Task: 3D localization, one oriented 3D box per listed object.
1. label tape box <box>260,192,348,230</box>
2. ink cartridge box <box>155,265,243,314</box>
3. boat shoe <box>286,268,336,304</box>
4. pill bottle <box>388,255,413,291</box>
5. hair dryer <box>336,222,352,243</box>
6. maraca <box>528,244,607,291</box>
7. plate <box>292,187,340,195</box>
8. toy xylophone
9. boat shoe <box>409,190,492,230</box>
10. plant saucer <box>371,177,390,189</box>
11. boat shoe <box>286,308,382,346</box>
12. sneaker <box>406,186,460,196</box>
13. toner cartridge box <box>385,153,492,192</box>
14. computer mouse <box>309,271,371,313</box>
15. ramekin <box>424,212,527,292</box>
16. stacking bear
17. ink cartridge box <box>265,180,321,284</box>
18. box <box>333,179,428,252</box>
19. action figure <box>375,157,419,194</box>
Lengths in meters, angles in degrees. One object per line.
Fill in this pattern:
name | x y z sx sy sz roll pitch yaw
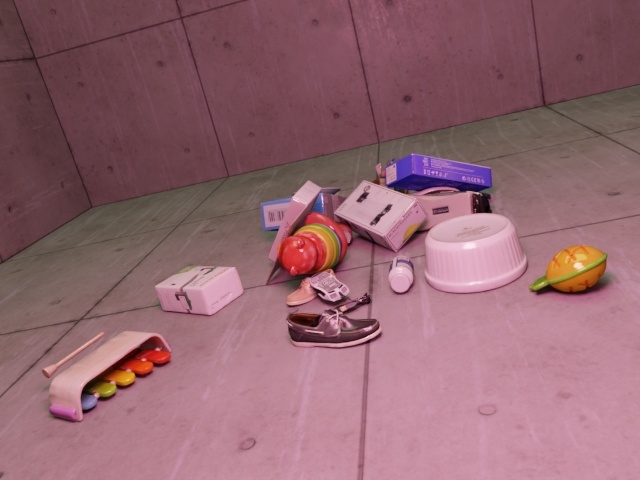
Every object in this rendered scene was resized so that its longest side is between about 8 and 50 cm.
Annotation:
label tape box | -0.041 -0.102 2.252 0.249 0.115 0.347 -8 -4 20
ink cartridge box | -0.375 0.151 1.826 0.219 0.093 0.160 -1 23 36
boat shoe | -0.029 0.130 1.674 0.170 0.059 0.063 -24 20 -29
pill bottle | 0.217 0.092 1.584 0.067 0.067 0.120 -10 18 14
hair dryer | 0.000 0.000 2.007 0.223 0.080 0.293 -8 18 24
maraca | 0.564 0.072 1.342 0.127 0.099 0.185 -19 -9 -47
plate | -0.014 -0.174 2.224 0.188 0.024 0.188 -7 -1 0
toy xylophone | -0.545 0.317 1.481 0.236 0.081 0.322 2 24 41
boat shoe | 0.407 -0.099 1.969 0.340 0.127 0.158 0 4 42
plant saucer | 0.192 -0.164 2.228 0.199 0.036 0.199 -49 20 24
boat shoe | 0.028 0.203 1.389 0.232 0.079 0.084 -5 19 23
sneaker | 0.362 -0.141 2.102 0.289 0.106 0.123 -12 21 13
toner cartridge box | 0.415 -0.222 2.059 0.347 0.075 0.165 5 -12 -28
computer mouse | 0.041 0.142 1.589 0.106 0.042 0.193 -28 35 -22
ramekin | 0.400 0.023 1.552 0.272 0.127 0.273 -13 18 4
stacking bear | -0.033 0.028 1.723 0.164 0.176 0.289 23 14 14
ink cartridge box | -0.106 -0.025 1.861 0.060 0.275 0.239 31 39 6
box | 0.194 -0.085 1.941 0.169 0.087 0.290 -48 35 -11
action figure | 0.384 -0.213 2.300 0.341 0.179 0.330 16 18 -10
